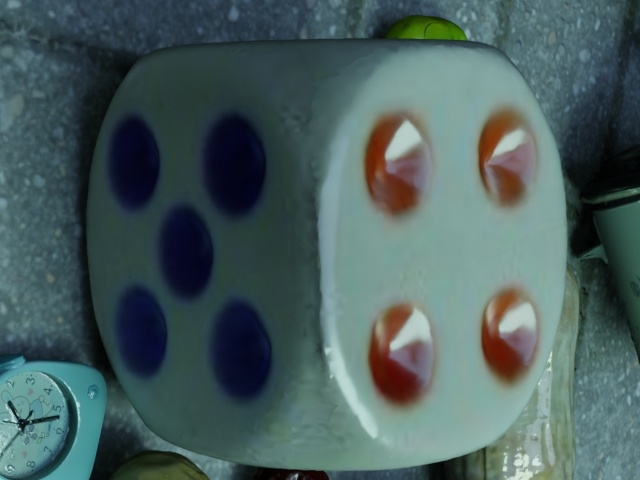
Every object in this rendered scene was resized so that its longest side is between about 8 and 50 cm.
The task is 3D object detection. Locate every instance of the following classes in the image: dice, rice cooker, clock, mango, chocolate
[{"bbox_3d":[0.000,0.000,1.197,0.277,0.304,0.304,-5,96,-42],"label":"dice"},{"bbox_3d":[0.412,-0.003,1.576,0.264,0.316,0.317,-17,106,-58],"label":"rice cooker"},{"bbox_3d":[-0.235,0.137,1.172,0.147,0.045,0.108,17,81,-41],"label":"clock"},{"bbox_3d":[0.099,-0.175,1.440,0.108,0.056,0.073,-17,110,-43],"label":"mango"},{"bbox_3d":[0.184,0.144,1.492,0.134,0.134,0.309,-1,95,-42],"label":"chocolate"}]

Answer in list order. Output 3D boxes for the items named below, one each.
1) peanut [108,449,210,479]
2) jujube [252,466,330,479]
[{"bbox_3d":[-0.125,0.279,1.247,0.120,0.110,0.236,-26,120,-42],"label":"peanut"},{"bbox_3d":[-0.028,0.265,1.336,0.104,0.104,0.166,32,64,-39],"label":"jujube"}]
